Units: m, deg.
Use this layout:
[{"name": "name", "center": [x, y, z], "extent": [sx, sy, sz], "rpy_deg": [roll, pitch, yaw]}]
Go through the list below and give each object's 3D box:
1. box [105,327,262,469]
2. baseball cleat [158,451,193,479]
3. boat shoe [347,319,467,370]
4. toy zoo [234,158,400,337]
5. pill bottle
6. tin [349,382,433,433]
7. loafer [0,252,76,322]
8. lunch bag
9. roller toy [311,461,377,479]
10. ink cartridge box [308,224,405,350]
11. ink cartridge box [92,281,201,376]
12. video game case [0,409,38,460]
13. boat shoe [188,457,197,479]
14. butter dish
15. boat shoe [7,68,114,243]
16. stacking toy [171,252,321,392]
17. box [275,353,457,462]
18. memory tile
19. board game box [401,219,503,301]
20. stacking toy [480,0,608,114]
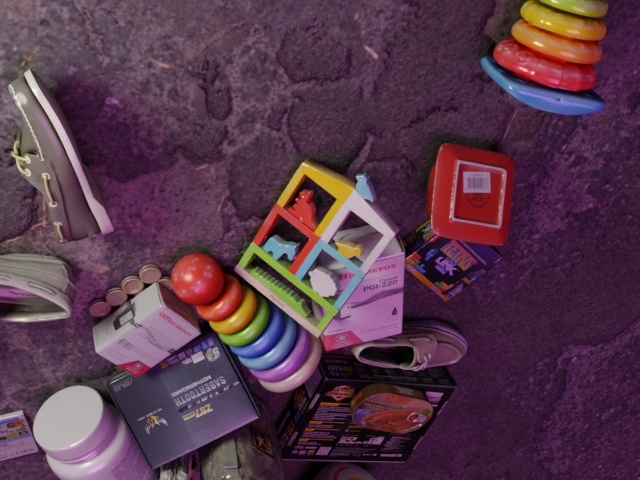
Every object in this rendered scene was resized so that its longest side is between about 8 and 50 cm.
[{"name": "box", "center": [-0.248, 0.288, 1.728], "extent": [0.232, 0.059, 0.183], "rpy_deg": [-26, 96, 4]}, {"name": "baseball cleat", "center": [-0.288, 0.436, 1.819], "extent": [0.072, 0.206, 0.109], "rpy_deg": [17, 122, -9]}, {"name": "boat shoe", "center": [0.171, 0.218, 1.872], "extent": [0.302, 0.094, 0.109], "rpy_deg": [10, 127, -29]}, {"name": "toy zoo", "center": [0.000, 0.000, 1.560], "extent": [0.192, 0.030, 0.293], "rpy_deg": [38, 119, 7]}, {"name": "pill bottle", "center": [-0.415, 0.406, 1.769], "extent": [0.160, 0.160, 0.283], "rpy_deg": [-21, 136, -2]}, {"name": "tin", "center": [0.144, 0.340, 1.910], "extent": [0.189, 0.040, 0.106], "rpy_deg": [18, 126, -33]}, {"name": "loafer", "center": [-0.540, 0.078, 1.450], "extent": [0.319, 0.111, 0.112], "rpy_deg": [0, 131, -21]}, {"name": "lunch bag", "center": [-0.159, 0.452, 1.859], "extent": [0.169, 0.235, 0.287], "rpy_deg": [-9, 134, -6]}, {"name": "roller toy", "center": [0.048, 0.610, 2.122], "extent": [0.191, 0.209, 0.146], "rpy_deg": [37, 117, 1]}, {"name": "ink cartridge box", "center": [0.067, 0.085, 1.711], "extent": [0.158, 0.092, 0.218], "rpy_deg": [-13, 132, -10]}, {"name": "ink cartridge box", "center": [-0.301, 0.156, 1.632], "extent": [0.150, 0.063, 0.109], "rpy_deg": [-35, 133, 12]}, {"name": "video game case", "center": [-0.590, 0.370, 1.773], "extent": [0.087, 0.011, 0.122], "rpy_deg": [-12, 134, -10]}, {"name": "boat shoe", "center": [-0.279, 0.471, 1.966], "extent": [0.043, 0.049, 0.137], "rpy_deg": [-15, 130, -10]}, {"name": "butter dish", "center": [0.240, -0.077, 1.618], "extent": [0.160, 0.118, 0.160], "rpy_deg": [8, 87, -25]}, {"name": "boat shoe", "center": [-0.384, -0.107, 1.343], "extent": [0.091, 0.109, 0.305], "rpy_deg": [-22, 139, -8]}, {"name": "stacking toy", "center": [-0.138, 0.131, 1.659], "extent": [0.141, 0.141, 0.330], "rpy_deg": [-33, 128, 10]}, {"name": "box", "center": [0.091, 0.360, 1.986], "extent": [0.322, 0.079, 0.257], "rpy_deg": [7, 126, -27]}, {"name": "memory tile", "center": [-0.318, 0.106, 1.634], "extent": [0.148, 0.012, 0.113], "rpy_deg": [-33, 134, 10]}, {"name": "board game box", "center": [0.239, 0.026, 1.753], "extent": [0.141, 0.048, 0.170], "rpy_deg": [-38, 133, 16]}, {"name": "stacking toy", "center": [0.370, -0.355, 1.398], "extent": [0.175, 0.166, 0.302], "rpy_deg": [8, 117, -13]}]
